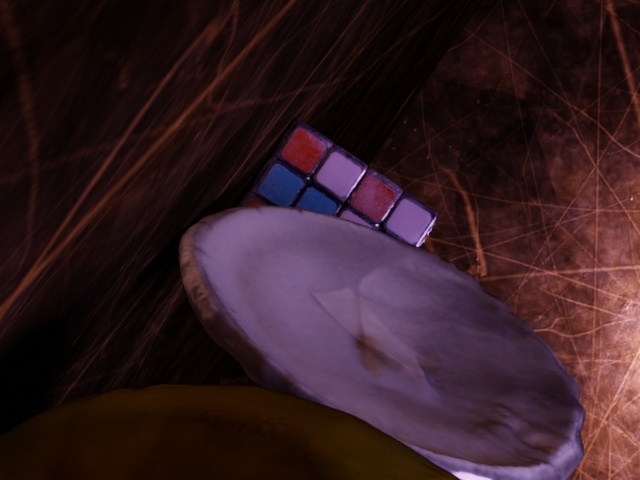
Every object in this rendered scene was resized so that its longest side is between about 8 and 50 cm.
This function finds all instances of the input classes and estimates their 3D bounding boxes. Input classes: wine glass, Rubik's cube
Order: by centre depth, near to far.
[{"bbox_3d":[-0.054,0.201,0.846,0.406,0.267,0.267,-60,176,24],"label":"wine glass"},{"bbox_3d":[0.000,0.000,0.948,0.092,0.092,0.092,-56,179,-1],"label":"Rubik's cube"}]

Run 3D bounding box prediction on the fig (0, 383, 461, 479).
[{"bbox_3d":[-0.030,0.161,0.578,0.239,0.239,0.271,-56,167,7],"label":"fig"}]
